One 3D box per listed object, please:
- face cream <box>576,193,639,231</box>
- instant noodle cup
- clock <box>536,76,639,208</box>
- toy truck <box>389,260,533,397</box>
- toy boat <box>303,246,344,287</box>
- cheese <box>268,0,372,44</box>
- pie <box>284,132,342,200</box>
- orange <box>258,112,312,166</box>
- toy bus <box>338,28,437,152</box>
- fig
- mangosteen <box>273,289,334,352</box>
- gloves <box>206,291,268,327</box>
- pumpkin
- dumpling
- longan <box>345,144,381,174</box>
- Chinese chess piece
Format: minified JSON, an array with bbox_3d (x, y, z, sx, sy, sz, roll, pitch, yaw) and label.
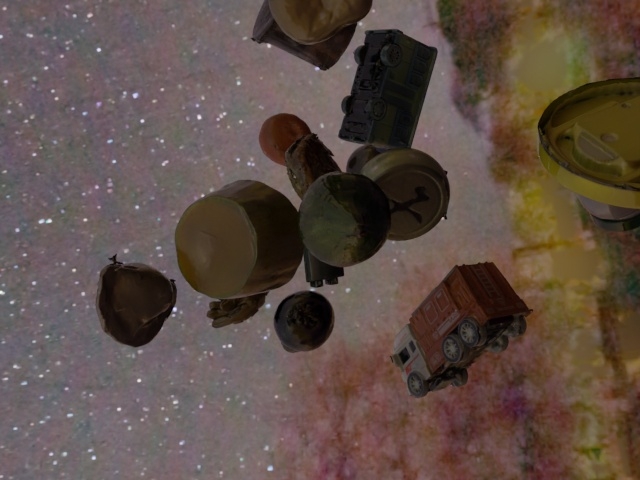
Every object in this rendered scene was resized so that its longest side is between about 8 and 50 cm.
[{"bbox_3d":[0.937,-0.216,1.928,0.357,0.219,0.313,51,-125,-39],"label":"face cream"},{"bbox_3d":[-0.035,-0.554,1.519,0.207,0.217,0.218,24,-129,-24],"label":"instant noodle cup"},{"bbox_3d":[0.472,-0.144,0.895,0.277,0.293,0.071,-111,7,-46],"label":"clock"},{"bbox_3d":[0.333,0.230,1.528,0.173,0.388,0.207,-4,-127,-33],"label":"toy truck"},{"bbox_3d":[0.000,0.000,2.089,0.141,0.092,0.320,-7,-87,-30],"label":"toy boat"},{"bbox_3d":[0.002,-0.515,1.229,0.117,0.217,0.235,-79,-1,-59],"label":"cheese"},{"bbox_3d":[0.008,-0.157,1.606,0.308,0.085,0.308,42,-150,-32],"label":"pie"},{"bbox_3d":[-0.139,-0.397,2.405,0.170,0.223,0.224,137,137,-61],"label":"orange"},{"bbox_3d":[0.182,-0.407,1.664,0.190,0.152,0.313,10,-82,-38],"label":"toy bus"},{"bbox_3d":[0.057,-0.049,1.177,0.235,0.203,0.203,156,105,-79],"label":"fig"},{"bbox_3d":[-0.058,0.284,2.096,0.243,0.242,0.243,-11,-90,-68],"label":"mangosteen"},{"bbox_3d":[-0.261,0.194,2.154,0.141,0.331,0.154,44,173,-20],"label":"gloves"},{"bbox_3d":[-0.226,0.006,1.604,0.199,0.332,0.333,-22,-80,-68],"label":"pumpkin"},{"bbox_3d":[-0.505,0.154,1.607,0.205,0.163,0.293,-57,-29,2],"label":"dumpling"},{"bbox_3d":[0.195,-0.285,2.345,0.212,0.197,0.198,179,77,-69],"label":"longan"},{"bbox_3d":[0.193,-0.107,1.410,0.092,0.237,0.238,-101,-13,-55],"label":"Chinese chess piece"}]
